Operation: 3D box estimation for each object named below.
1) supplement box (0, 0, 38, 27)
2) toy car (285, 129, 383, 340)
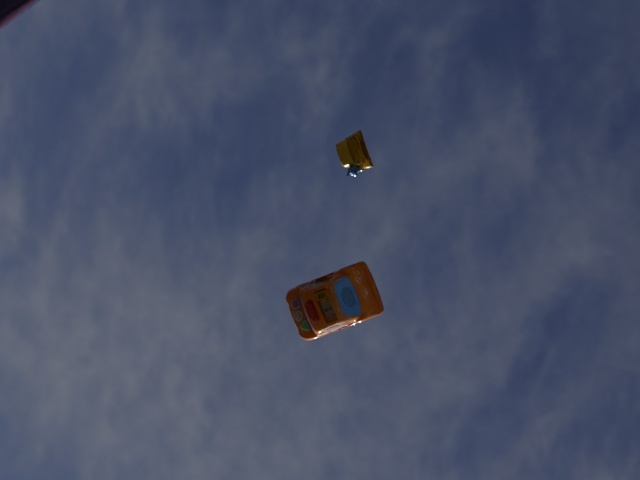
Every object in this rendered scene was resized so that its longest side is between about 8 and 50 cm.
[{"bbox_3d":[-0.143,-0.054,0.309,0.104,0.188,0.081,-27,-72,22],"label":"supplement box"},{"bbox_3d":[0.000,0.000,0.747,0.060,0.040,0.122,-3,-83,22],"label":"toy car"}]
